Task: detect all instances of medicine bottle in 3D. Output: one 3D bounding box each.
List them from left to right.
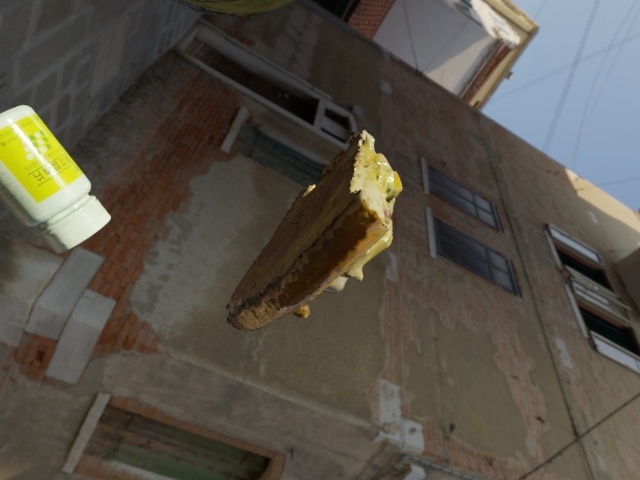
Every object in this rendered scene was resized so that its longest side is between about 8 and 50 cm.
[{"bbox_3d":[-0.173,-0.036,0.284,0.047,0.083,0.047,-25,-155,13],"label":"medicine bottle"}]

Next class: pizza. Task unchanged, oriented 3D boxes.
[{"bbox_3d":[0.000,0.000,0.501,0.323,0.089,0.223,-39,-163,53],"label":"pizza"}]

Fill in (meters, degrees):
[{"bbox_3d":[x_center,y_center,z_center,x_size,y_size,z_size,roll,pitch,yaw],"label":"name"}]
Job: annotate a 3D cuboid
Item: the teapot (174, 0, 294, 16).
[{"bbox_3d":[-0.040,-0.231,0.238,0.269,0.173,0.182,-34,-172,0],"label":"teapot"}]
